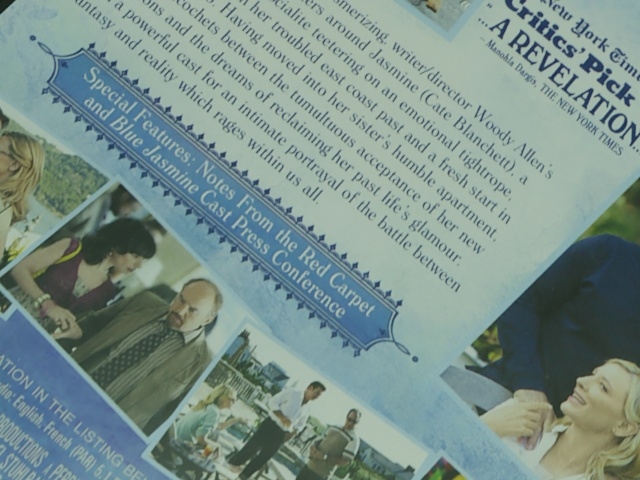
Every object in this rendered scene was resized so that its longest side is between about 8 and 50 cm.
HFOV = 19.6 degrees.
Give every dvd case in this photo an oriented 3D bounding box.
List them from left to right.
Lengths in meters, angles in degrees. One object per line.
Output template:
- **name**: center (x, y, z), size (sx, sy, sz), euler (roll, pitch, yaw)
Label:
- **dvd case**: center (0.000, 0.000, 0.398), size (0.180, 0.022, 0.253), euler (40, 65, 4)
